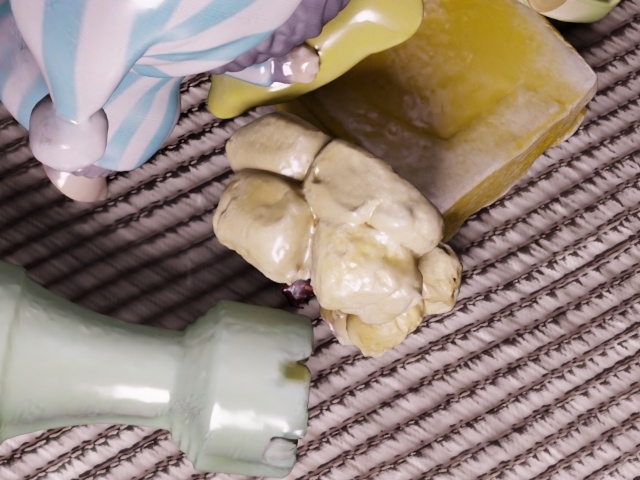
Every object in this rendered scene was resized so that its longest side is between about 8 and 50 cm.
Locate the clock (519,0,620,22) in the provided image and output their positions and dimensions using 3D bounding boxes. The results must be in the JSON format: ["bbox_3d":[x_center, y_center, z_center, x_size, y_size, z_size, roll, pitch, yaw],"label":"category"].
[{"bbox_3d":[0.143,-0.243,1.152,0.069,0.232,0.170,-45,74,25],"label":"clock"}]

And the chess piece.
[{"bbox_3d":[-0.160,0.089,1.079,0.299,0.194,0.194,8,73,-7],"label":"chess piece"}]

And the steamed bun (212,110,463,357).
[{"bbox_3d":[0.000,0.000,1.098,0.192,0.177,0.106,37,77,18],"label":"steamed bun"}]

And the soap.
[{"bbox_3d":[0.044,-0.163,1.196,0.199,0.091,0.315,-39,76,-10],"label":"soap"}]

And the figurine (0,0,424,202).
[{"bbox_3d":[-0.154,-0.190,0.983,0.361,0.378,0.266,-40,72,21],"label":"figurine"}]
